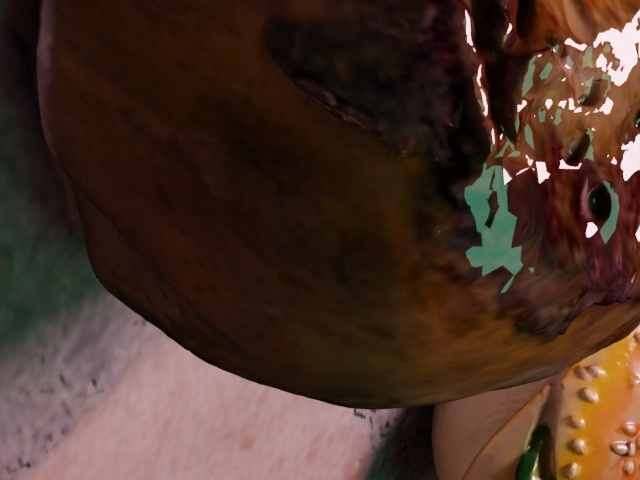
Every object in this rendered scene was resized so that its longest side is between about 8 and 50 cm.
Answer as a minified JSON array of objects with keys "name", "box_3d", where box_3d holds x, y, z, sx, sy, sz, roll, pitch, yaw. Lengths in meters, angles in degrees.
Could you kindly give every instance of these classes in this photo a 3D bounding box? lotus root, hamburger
[{"name":"lotus root","box_3d":[0.043,-0.071,0.581,0.272,0.192,0.272,-25,128,-36]},{"name":"hamburger","box_3d":[0.170,0.104,1.024,0.237,0.147,0.237,-28,143,-23]}]
